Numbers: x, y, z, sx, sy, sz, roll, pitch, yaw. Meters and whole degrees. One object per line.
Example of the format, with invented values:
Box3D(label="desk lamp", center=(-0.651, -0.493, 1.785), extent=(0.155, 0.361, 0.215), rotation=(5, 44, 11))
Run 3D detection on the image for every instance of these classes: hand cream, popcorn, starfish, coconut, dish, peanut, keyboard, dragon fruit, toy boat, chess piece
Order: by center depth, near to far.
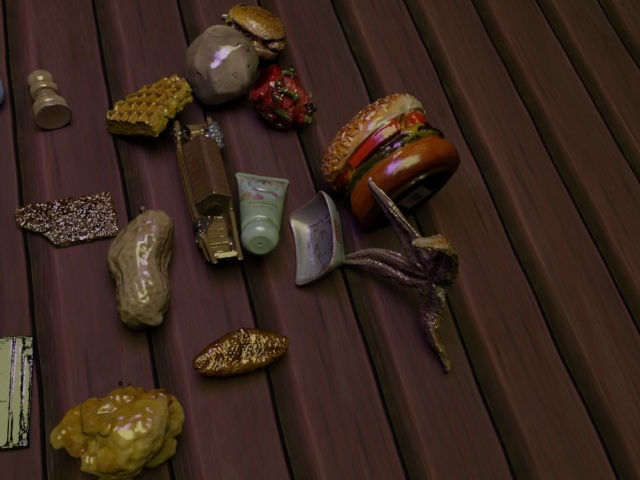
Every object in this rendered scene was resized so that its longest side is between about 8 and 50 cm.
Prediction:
Box3D(label="popcorn", center=(-0.403, 0.389, 1.360), extent=(0.253, 0.190, 0.191), rotation=(-28, 77, -27))
Box3D(label="keyboard", center=(-0.668, 0.325, 1.439), extent=(0.087, 0.017, 0.251), rotation=(-3, 63, -14))
Box3D(label="peanut", center=(-0.422, 0.067, 1.563), extent=(0.159, 0.143, 0.292), rotation=(-12, 65, 21))
Box3D(label="starfish", center=(0.208, 0.078, 1.566), extent=(0.383, 0.398, 0.132), rotation=(37, 60, 22))
Box3D(label="toy boat", center=(-0.276, -0.132, 1.682), extent=(0.135, 0.162, 0.446), rotation=(-8, 64, -18))
Box3D(label="dish", center=(0.000, 0.000, 1.685), extent=(0.077, 0.151, 0.213), rotation=(16, 55, -37))
Box3D(label="hand cream", center=(-0.150, -0.081, 1.698), extent=(0.147, 0.093, 0.306), rotation=(6, 36, -9))
Box3D(label="chess piece", center=(-0.730, -0.385, 1.782), extent=(0.094, 0.094, 0.171), rotation=(-17, 59, -19))
Box3D(label="coconut", center=(-0.270, -0.482, 1.836), extent=(0.224, 0.224, 0.224), rotation=(5, 61, -8))
Box3D(label="dragon fruit", center=(-0.098, -0.396, 1.866), extent=(0.166, 0.172, 0.160), rotation=(-47, 34, 4))

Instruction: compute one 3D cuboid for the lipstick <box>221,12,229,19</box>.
Box3D(label="lipstick", center=(-0.258, -0.688, 2.070), extent=(0.094, 0.019, 0.019), rotation=(9, 60, -6))

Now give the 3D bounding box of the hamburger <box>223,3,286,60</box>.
Box3D(label="hamburger", center=(-0.184, -0.612, 1.960), extent=(0.191, 0.118, 0.181), rotation=(40, 38, 13))

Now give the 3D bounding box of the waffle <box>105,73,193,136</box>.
Box3D(label="waffle", center=(-0.455, -0.369, 1.787), extent=(0.229, 0.057, 0.219), rotation=(11, 52, 36))

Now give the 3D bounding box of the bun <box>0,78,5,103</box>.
Box3D(label="bun", center=(-0.902, -0.391, 1.749), extent=(0.140, 0.083, 0.141), rotation=(10, 58, -17))

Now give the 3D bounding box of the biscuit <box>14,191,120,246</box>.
Box3D(label="biscuit", center=(-0.624, -0.048, 1.645), extent=(0.236, 0.026, 0.131), rotation=(-11, 63, -18))

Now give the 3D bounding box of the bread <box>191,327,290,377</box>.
Box3D(label="bread", center=(-0.187, 0.257, 1.536), extent=(0.232, 0.076, 0.105), rotation=(-11, 76, -24))

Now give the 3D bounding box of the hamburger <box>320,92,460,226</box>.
Box3D(label="hamburger", center=(0.171, -0.207, 1.719), extent=(0.329, 0.330, 0.250), rotation=(-25, 72, -22))
